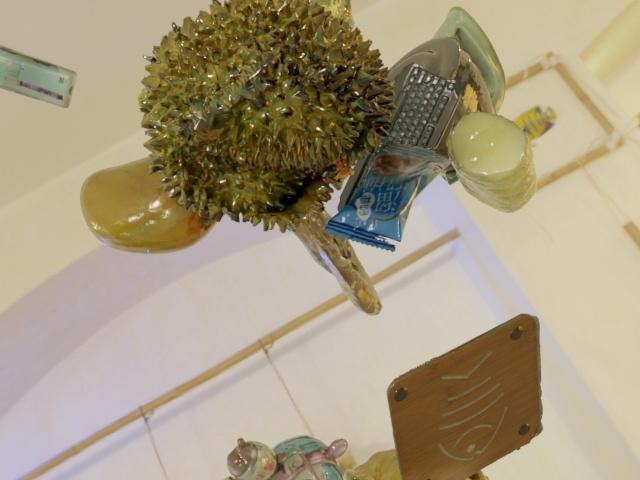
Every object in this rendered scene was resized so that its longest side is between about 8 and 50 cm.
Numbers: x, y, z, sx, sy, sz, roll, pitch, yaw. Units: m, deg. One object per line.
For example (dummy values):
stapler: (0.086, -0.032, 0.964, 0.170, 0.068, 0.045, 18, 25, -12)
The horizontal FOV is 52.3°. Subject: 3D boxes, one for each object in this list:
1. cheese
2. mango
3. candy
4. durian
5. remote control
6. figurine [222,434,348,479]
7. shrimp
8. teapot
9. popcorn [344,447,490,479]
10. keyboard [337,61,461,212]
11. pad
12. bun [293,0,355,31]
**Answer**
cheese: (0.250, -0.109, 0.950, 0.094, 0.123, 0.167, -64, -25, -6)
mango: (-0.349, -0.075, 1.325, 0.317, 0.212, 0.173, 0, -20, 18)
candy: (0.073, -0.049, 0.671, 0.136, 0.088, 0.038, -54, -43, -23)
durian: (-0.050, -0.144, 0.706, 0.292, 0.258, 0.258, -2, -32, -26)
remote control: (-0.461, -0.252, 0.986, 0.166, 0.029, 0.065, 18, -64, -14)
figurine: (-0.086, 0.290, 0.747, 0.260, 0.102, 0.206, -16, -66, -29)
shrimp: (0.000, 0.000, 1.483, 0.110, 0.446, 0.221, -36, 12, 7)
teapot: (0.233, -0.259, 1.283, 0.239, 0.322, 0.239, -29, -55, 35)
popcorn: (0.188, 0.591, 1.283, 0.348, 0.382, 0.349, -18, 21, 7)
keyboard: (0.121, -0.139, 1.000, 0.263, 0.106, 0.016, -65, -7, 2)
pad: (0.246, 0.280, 1.067, 0.286, 0.018, 0.284, -22, -59, -16)
bun: (-0.035, -0.379, 1.139, 0.283, 0.179, 0.283, 22, -90, -82)
